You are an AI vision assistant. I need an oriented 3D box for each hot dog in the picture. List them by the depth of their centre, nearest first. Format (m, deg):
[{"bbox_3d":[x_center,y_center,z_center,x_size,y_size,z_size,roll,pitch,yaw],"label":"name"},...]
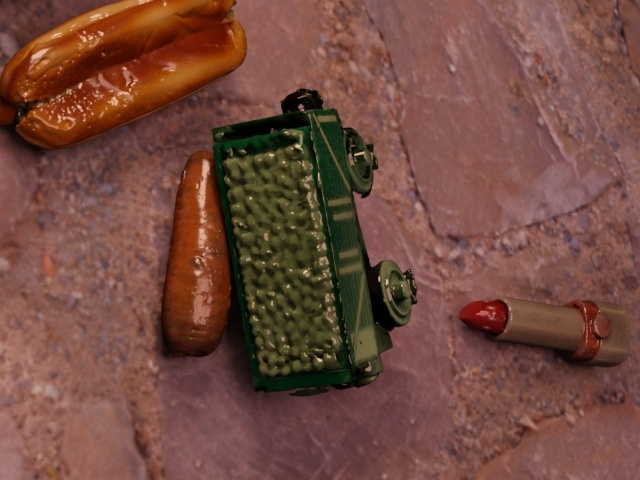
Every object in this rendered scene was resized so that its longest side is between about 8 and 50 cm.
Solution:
[{"bbox_3d":[-0.169,-0.152,1.500,0.249,0.068,0.100,-27,104,-35],"label":"hot dog"}]

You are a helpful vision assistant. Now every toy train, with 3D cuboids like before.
[{"bbox_3d":[0.000,0.000,1.532,0.154,0.115,0.269,-11,92,-66],"label":"toy train"}]

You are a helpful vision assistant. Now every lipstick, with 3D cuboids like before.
[{"bbox_3d":[0.215,0.082,1.718,0.186,0.057,0.063,9,73,-30],"label":"lipstick"}]

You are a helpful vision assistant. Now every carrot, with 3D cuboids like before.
[{"bbox_3d":[-0.103,0.009,1.510,0.060,0.060,0.186,15,69,-32],"label":"carrot"}]
